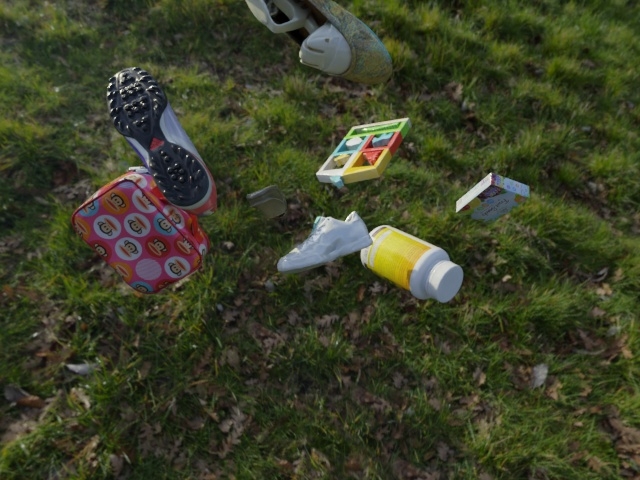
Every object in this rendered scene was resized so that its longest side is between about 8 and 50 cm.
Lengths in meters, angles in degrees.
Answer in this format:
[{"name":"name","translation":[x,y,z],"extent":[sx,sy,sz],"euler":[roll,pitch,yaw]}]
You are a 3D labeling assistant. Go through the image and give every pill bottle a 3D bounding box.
[{"name":"pill bottle","translation":[0.198,0.052,0.934],"extent":[0.117,0.117,0.215],"euler":[-37,39,-21]}]

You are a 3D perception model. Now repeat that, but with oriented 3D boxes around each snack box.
[{"name":"snack box","translation":[0.402,-0.095,1.005],"extent":[0.100,0.141,0.037],"euler":[16,64,-9]}]

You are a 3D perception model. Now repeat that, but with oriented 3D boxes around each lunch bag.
[{"name":"lunch bag","translation":[-0.427,-0.026,1.066],"extent":[0.258,0.293,0.120],"euler":[-28,24,16]}]

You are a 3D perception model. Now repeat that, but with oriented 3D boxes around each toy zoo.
[{"name":"toy zoo","translation":[0.113,-0.239,1.177],"extent":[0.192,0.030,0.293],"euler":[1,44,37]}]

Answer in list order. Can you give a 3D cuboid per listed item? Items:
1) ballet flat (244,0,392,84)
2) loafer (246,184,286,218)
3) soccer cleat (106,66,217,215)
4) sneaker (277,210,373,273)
[{"name":"ballet flat","translation":[-0.027,-0.388,0.765],"extent":[0.348,0.123,0.123],"euler":[42,61,-6]},{"name":"loafer","translation":[-0.092,-0.069,0.797],"extent":[0.056,0.148,0.050],"euler":[-19,88,14]},{"name":"soccer cleat","translation":[-0.293,-0.180,0.795],"extent":[0.108,0.116,0.318],"euler":[-33,77,-6]},{"name":"sneaker","translation":[0.000,0.000,0.835],"extent":[0.212,0.080,0.094],"euler":[-19,86,-31]}]
